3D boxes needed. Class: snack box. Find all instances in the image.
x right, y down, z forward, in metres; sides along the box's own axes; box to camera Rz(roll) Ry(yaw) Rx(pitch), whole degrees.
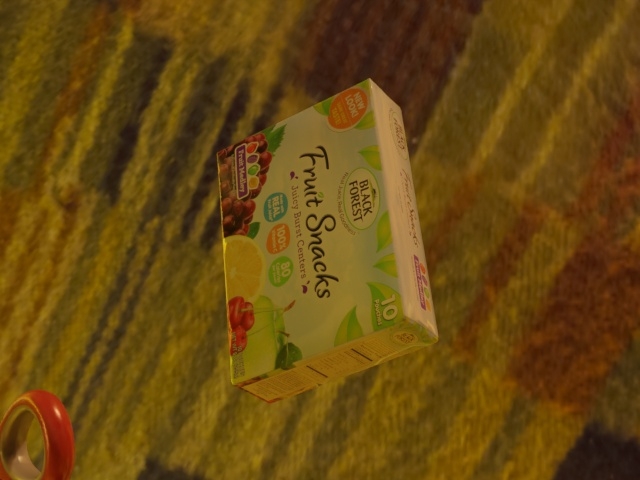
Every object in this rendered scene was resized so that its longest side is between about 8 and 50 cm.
[{"bbox_3d":[0.000,0.000,0.636,0.100,0.141,0.037,-23,145,24],"label":"snack box"}]

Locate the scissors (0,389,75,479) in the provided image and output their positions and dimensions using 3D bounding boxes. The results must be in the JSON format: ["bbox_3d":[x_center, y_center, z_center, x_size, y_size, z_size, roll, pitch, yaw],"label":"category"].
[{"bbox_3d":[-0.212,0.139,0.746,0.297,0.021,0.109,-5,91,52],"label":"scissors"}]
